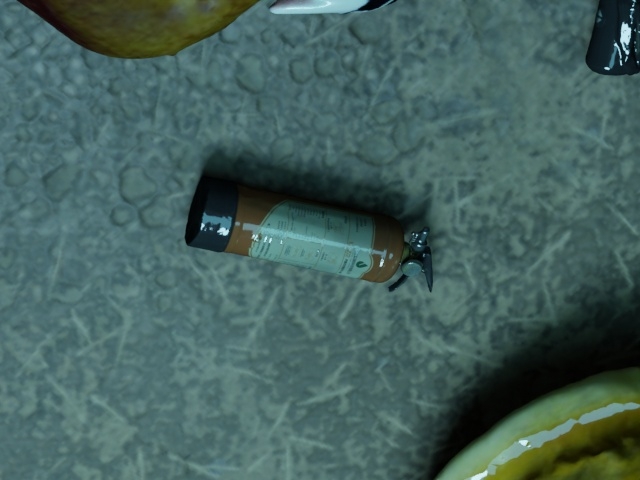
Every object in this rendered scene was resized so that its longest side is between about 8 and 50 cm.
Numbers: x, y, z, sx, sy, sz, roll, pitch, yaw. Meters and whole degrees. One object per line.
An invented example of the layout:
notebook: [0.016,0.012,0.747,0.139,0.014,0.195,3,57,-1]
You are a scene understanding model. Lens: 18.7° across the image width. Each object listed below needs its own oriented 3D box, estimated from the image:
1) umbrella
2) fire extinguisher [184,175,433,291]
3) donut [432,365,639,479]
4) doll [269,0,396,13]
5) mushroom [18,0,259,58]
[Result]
umbrella: [0.209,-0.225,1.232,0.053,0.052,0.250,25,116,28]
fire extinguisher: [0.000,0.000,1.297,0.177,0.050,0.062,12,131,-15]
donut: [0.238,0.290,1.389,0.448,0.198,0.449,-3,113,-7]
doll: [0.032,-0.220,1.170,0.107,0.110,0.181,20,110,30]
mushroom: [-0.087,-0.281,1.056,0.345,0.259,0.345,5,100,29]
